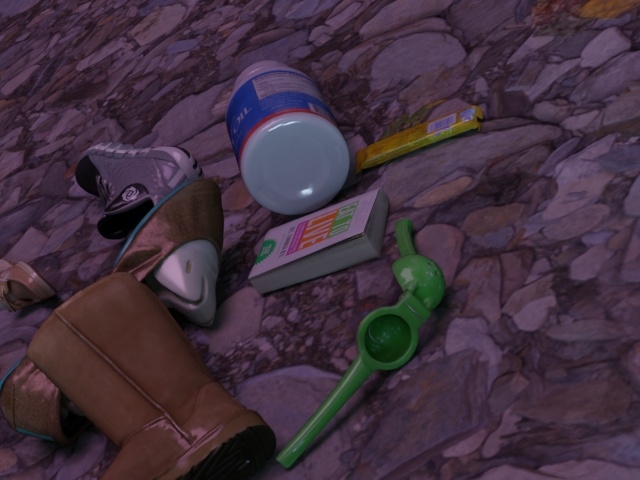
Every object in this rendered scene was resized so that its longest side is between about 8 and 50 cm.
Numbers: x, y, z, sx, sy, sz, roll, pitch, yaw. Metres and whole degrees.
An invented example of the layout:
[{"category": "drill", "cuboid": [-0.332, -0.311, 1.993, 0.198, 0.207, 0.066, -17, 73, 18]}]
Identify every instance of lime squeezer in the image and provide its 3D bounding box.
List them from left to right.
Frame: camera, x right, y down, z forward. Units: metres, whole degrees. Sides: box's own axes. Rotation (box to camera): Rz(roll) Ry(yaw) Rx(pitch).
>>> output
[{"category": "lime squeezer", "cuboid": [0.052, 0.070, 1.155, 0.110, 0.059, 0.310, -8, 39, 38]}]

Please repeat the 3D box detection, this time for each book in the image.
[{"category": "book", "cuboid": [0.000, 0.000, 1.341, 0.144, 0.035, 0.096, -21, 28, 25]}]

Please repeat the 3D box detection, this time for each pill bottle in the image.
[{"category": "pill bottle", "cuboid": [-0.045, -0.129, 1.479, 0.124, 0.124, 0.221, -31, 28, 5]}]

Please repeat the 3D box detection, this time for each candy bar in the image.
[{"category": "candy bar", "cuboid": [0.106, -0.112, 1.407, 0.161, 0.018, 0.040, -19, 36, 24]}]

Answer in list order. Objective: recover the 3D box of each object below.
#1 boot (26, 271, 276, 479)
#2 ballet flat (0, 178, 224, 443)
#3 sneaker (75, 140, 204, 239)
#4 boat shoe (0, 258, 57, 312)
[{"category": "boot", "cuboid": [-0.198, 0.168, 1.166, 0.236, 0.089, 0.269, -32, 45, -21]}, {"category": "ballet flat", "cuboid": [-0.190, 0.082, 1.344, 0.124, 0.116, 0.342, 27, 65, 37]}, {"category": "sneaker", "cuboid": [-0.266, -0.058, 1.641, 0.228, 0.086, 0.132, -2, 45, 43]}, {"category": "boat shoe", "cuboid": [-0.387, 0.064, 1.609, 0.059, 0.063, 0.170, -49, 23, -20]}]
